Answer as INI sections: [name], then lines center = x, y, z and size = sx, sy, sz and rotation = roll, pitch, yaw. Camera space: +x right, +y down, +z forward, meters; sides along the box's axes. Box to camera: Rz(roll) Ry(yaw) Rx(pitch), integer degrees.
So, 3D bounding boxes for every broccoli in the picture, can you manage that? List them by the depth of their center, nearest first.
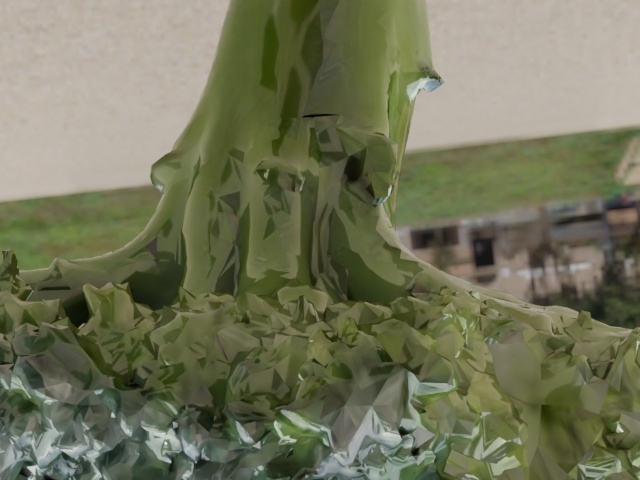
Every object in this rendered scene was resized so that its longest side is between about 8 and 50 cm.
[broccoli]
center = 0.022, 0.028, 0.530
size = 0.275, 0.353, 0.397
rotation = -32, -170, 46
